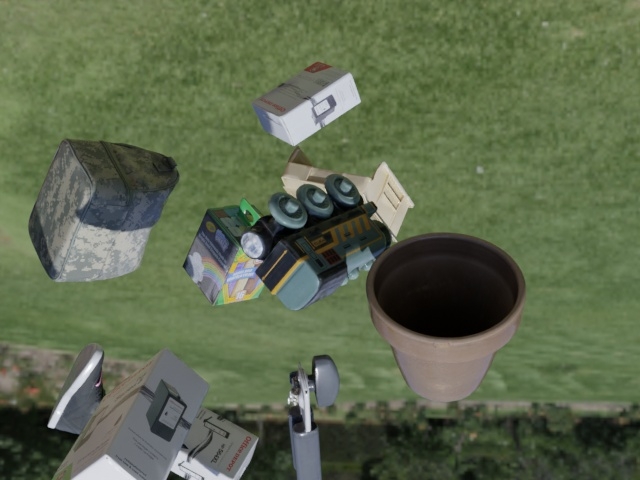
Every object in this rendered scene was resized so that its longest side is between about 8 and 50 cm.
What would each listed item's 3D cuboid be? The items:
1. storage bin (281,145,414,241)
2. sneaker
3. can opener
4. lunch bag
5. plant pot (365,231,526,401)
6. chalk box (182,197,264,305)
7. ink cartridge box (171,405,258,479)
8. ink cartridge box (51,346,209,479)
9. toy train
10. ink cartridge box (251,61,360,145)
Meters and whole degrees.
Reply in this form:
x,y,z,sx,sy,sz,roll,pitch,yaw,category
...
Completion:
x,y,z,sx,sy,sz,roll,pitch,yaw,category
0.068,-0.125,2.462,0.262,0.123,0.260,14,161,30,storage bin
-0.504,0.346,2.141,0.146,0.105,0.296,23,128,-16,sneaker
-0.014,0.318,1.621,0.093,0.074,0.280,-6,129,-10,can opener
-0.468,-0.062,2.077,0.256,0.213,0.305,0,133,-40,lunch bag
0.210,0.153,1.623,0.263,0.263,0.229,1,132,5,plant pot
-0.173,0.010,1.975,0.132,0.132,0.213,-7,136,-45,chalk box
-0.265,0.475,2.166,0.203,0.148,0.086,26,128,6,ink cartridge box
-0.320,0.336,1.569,0.115,0.273,0.198,44,120,-14,ink cartridge box
0.000,0.000,1.704,0.334,0.190,0.142,-24,161,-52,toy train
-0.026,-0.236,1.615,0.109,0.150,0.063,33,153,51,ink cartridge box
